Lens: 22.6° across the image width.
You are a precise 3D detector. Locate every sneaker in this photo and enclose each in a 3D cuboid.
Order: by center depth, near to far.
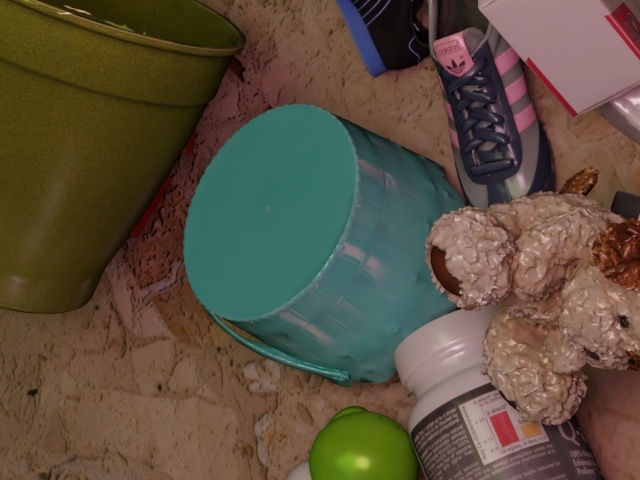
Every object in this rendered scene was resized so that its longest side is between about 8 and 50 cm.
[{"bbox_3d":[0.353,-0.136,1.596,0.212,0.080,0.094,36,87,28],"label":"sneaker"},{"bbox_3d":[0.161,-0.155,1.679,0.112,0.131,0.319,-19,70,28],"label":"sneaker"},{"bbox_3d":[0.055,-0.287,1.742,0.090,0.232,0.081,-19,35,16],"label":"sneaker"}]

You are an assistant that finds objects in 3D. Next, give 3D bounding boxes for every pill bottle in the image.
[{"bbox_3d":[0.181,0.213,1.567,0.162,0.162,0.278,-33,64,23],"label":"pill bottle"}]

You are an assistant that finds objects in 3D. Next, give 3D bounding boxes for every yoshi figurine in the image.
[{"bbox_3d":[-0.002,0.313,1.599,0.203,0.203,0.362,-7,50,43],"label":"yoshi figurine"}]

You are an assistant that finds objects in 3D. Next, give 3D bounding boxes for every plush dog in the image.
[{"bbox_3d":[0.250,0.045,1.393,0.210,0.262,0.225,-46,44,-18],"label":"plush dog"}]

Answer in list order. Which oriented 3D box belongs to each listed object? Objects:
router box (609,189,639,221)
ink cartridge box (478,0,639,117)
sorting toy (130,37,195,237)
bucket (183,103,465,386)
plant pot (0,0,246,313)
[{"bbox_3d":[0.373,0.007,1.505,0.179,0.133,0.046,19,89,35],"label":"router box"},{"bbox_3d":[0.236,-0.268,1.580,0.100,0.172,0.237,-28,38,27],"label":"ink cartridge box"},{"bbox_3d":[-0.257,-0.154,1.979,0.257,0.089,0.255,37,100,34],"label":"sorting toy"},{"bbox_3d":[0.000,0.000,1.687,0.281,0.183,0.281,-21,56,35],"label":"bucket"},{"bbox_3d":[-0.315,-0.122,1.772,0.366,0.366,0.353,33,110,34],"label":"plant pot"}]
